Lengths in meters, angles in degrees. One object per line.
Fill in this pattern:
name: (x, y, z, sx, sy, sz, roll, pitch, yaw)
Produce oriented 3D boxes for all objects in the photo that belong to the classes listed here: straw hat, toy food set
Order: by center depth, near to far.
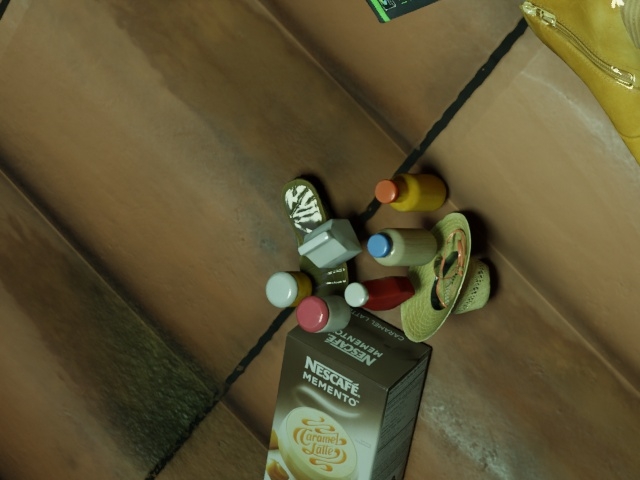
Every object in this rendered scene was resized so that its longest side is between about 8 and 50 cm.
toy food set: (0.029, 0.023, 1.856, 0.232, 0.104, 0.111, -31, 74, 27)
straw hat: (0.145, 0.046, 1.861, 0.061, 0.144, 0.144, 17, 138, -21)

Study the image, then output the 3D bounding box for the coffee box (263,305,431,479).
coffee box: (0.026, 0.206, 2.029, 0.141, 0.098, 0.247, 27, 129, 23)

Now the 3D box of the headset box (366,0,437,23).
headset box: (0.068, -0.338, 1.563, 0.246, 0.131, 0.283, 55, 169, -9)

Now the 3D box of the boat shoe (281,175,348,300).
boat shoe: (0.000, 0.000, 1.963, 0.056, 0.049, 0.152, -11, 104, 16)

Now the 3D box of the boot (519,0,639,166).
boot: (0.282, -0.146, 1.631, 0.211, 0.104, 0.295, 36, 153, 42)
